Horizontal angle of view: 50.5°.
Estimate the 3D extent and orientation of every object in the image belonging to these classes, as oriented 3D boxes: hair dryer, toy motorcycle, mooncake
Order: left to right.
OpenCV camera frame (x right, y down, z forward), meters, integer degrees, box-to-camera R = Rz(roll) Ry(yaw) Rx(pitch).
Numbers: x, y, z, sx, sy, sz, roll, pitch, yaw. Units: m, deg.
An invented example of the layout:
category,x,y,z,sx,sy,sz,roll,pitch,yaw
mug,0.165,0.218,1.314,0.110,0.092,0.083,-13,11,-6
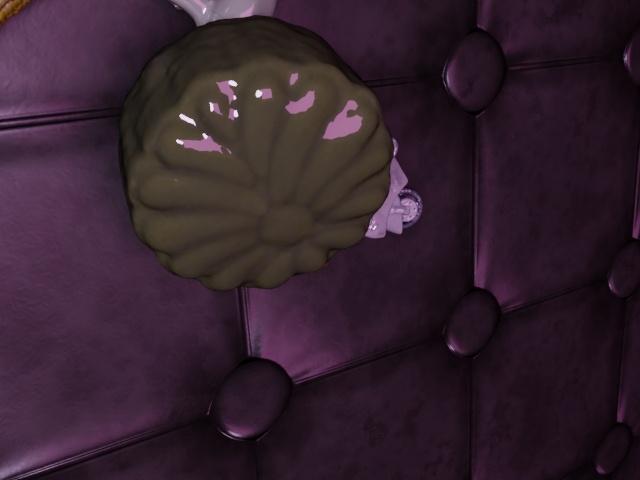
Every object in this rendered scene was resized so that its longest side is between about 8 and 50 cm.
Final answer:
category,x,y,z,sx,sy,sz,roll,pitch,yaw
hair dryer,-0.206,-0.277,0.915,0.267,0.092,0.229,11,104,-20
mooncake,-0.083,-0.099,0.896,0.356,0.194,0.357,-10,129,-12
toy motorcycle,0.054,-0.094,1.097,0.171,0.110,0.260,-40,116,-3

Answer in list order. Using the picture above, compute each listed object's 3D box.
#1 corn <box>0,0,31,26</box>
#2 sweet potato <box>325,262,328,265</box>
category,x,y,z,sx,sy,sz,roll,pitch,yaw
corn,-0.352,-0.314,0.777,0.288,0.086,0.086,-41,121,-10
sweet potato,0.000,0.000,1.126,0.034,0.034,0.095,-31,120,-21
